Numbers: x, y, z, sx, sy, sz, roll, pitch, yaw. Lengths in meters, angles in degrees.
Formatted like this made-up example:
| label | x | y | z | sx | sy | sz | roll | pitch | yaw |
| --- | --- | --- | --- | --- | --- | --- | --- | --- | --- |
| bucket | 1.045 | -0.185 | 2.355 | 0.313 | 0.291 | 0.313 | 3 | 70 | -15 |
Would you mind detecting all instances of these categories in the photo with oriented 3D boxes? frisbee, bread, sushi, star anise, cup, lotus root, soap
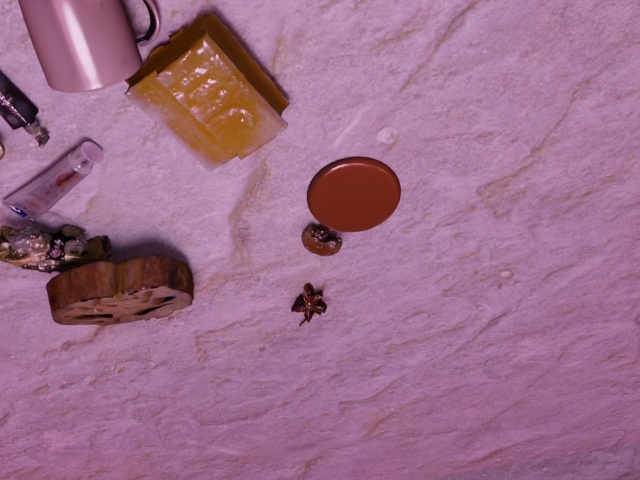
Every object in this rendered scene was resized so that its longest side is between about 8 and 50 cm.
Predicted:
| label | x | y | z | sx | sy | sz | roll | pitch | yaw |
| --- | --- | --- | --- | --- | --- | --- | --- | --- | --- |
| frisbee | 0.088 | -0.114 | 1.634 | 0.251 | 0.021 | 0.250 | -3 | 133 | -3 |
| bread | 0.000 | 0.000 | 1.701 | 0.113 | 0.060 | 0.082 | 23 | 143 | -14 |
| sushi | -0.704 | 0.010 | 1.636 | 0.291 | 0.139 | 0.131 | 4 | 127 | -21 |
| star anise | -0.038 | 0.209 | 1.895 | 0.097 | 0.070 | 0.190 | 35 | 128 | 2 |
| cup | -0.443 | -0.433 | 1.214 | 0.253 | 0.191 | 0.200 | -25 | 133 | -21 |
| lotus root | -0.542 | 0.154 | 1.706 | 0.391 | 0.111 | 0.375 | -5 | 156 | -28 |
| soap | -0.246 | -0.310 | 1.359 | 0.259 | 0.143 | 0.281 | -28 | 134 | 23 |

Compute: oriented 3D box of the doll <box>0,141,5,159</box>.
| label | x | y | z | sx | sy | sz | roll | pitch | yaw |
| --- | --- | --- | --- | --- | --- | --- | --- | --- | --- |
| doll | -0.859 | -0.228 | 1.372 | 0.177 | 0.161 | 0.260 | -42 | 123 | 4 |

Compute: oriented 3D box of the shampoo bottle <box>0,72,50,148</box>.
| label | x | y | z | sx | sy | sz | roll | pitch | yaw |
| --- | --- | --- | --- | --- | --- | --- | --- | --- | --- |
| shampoo bottle | -0.687 | -0.297 | 1.386 | 0.057 | 0.063 | 0.207 | -15 | 133 | 22 |

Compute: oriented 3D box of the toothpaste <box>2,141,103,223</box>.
| label | x | y | z | sx | sy | sz | roll | pitch | yaw |
| --- | --- | --- | --- | --- | --- | --- | --- | --- | --- |
| toothpaste | -0.662 | -0.138 | 1.538 | 0.323 | 0.066 | 0.100 | -29 | 129 | 27 |
